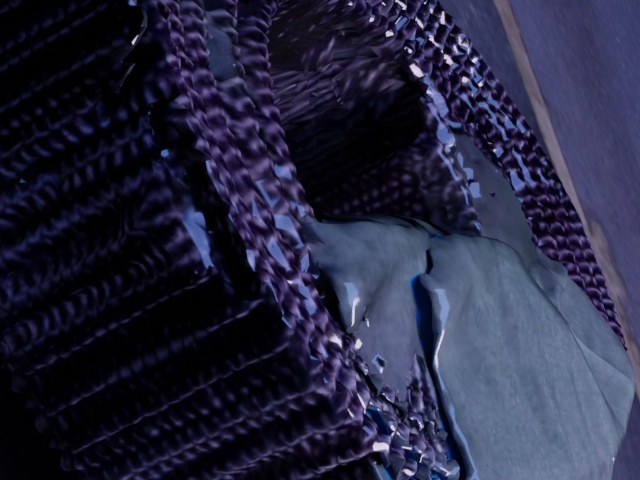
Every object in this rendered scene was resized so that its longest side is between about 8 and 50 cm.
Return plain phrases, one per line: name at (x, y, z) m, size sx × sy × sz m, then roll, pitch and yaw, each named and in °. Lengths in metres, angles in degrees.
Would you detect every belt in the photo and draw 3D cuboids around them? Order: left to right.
belt at (0.000, 0.000, 0.652) m, size 0.325 × 0.122 × 0.260 m, roll 7°, pitch 56°, yaw -65°
